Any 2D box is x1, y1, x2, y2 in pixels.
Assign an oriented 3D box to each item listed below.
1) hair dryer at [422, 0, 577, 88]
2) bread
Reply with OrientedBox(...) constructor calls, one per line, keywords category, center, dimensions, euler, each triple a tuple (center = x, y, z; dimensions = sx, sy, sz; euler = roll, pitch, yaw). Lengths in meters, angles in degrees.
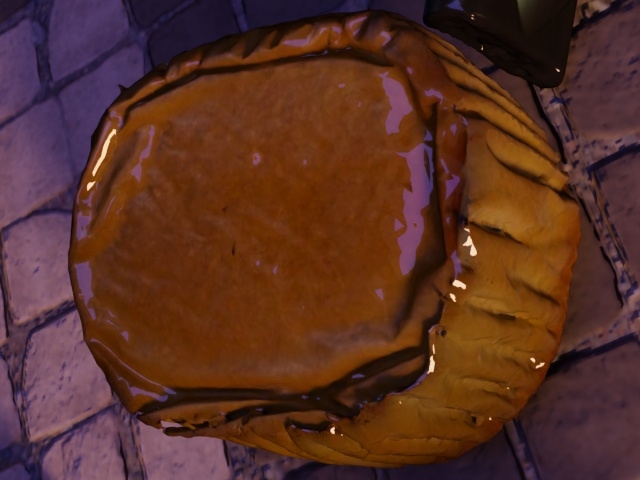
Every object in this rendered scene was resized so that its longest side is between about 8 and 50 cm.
OrientedBox(category="hair dryer", center=(0.195, -0.203, 0.535), dimensions=(0.303, 0.116, 0.244), euler=(5, 83, 26))
OrientedBox(category="bread", center=(0.000, 0.000, 0.571), dimensions=(0.254, 0.142, 0.227), euler=(0, 79, 32))
